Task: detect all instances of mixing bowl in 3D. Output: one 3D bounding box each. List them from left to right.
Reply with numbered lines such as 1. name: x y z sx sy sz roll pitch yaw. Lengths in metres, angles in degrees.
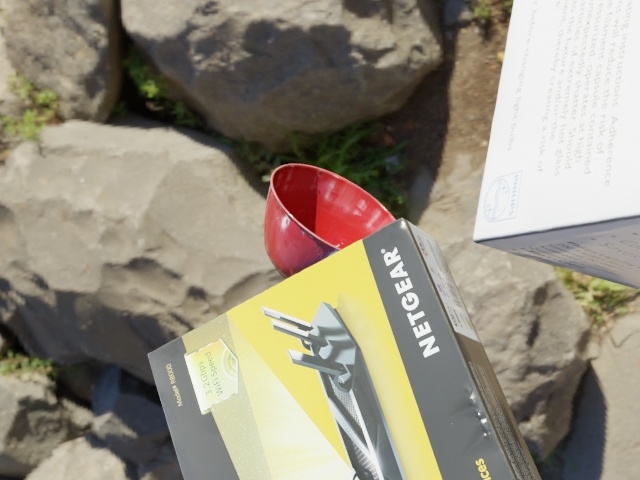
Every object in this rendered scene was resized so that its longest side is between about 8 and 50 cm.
1. mixing bowl: 0.000 0.000 1.240 0.181 0.181 0.098 48 120 29

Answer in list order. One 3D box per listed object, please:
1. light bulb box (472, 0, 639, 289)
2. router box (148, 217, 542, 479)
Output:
1. light bulb box: 0.333 -0.074 0.514 0.361 0.358 0.225 -12 66 65
2. router box: 0.027 0.175 0.764 0.243 0.081 0.309 -29 66 17
